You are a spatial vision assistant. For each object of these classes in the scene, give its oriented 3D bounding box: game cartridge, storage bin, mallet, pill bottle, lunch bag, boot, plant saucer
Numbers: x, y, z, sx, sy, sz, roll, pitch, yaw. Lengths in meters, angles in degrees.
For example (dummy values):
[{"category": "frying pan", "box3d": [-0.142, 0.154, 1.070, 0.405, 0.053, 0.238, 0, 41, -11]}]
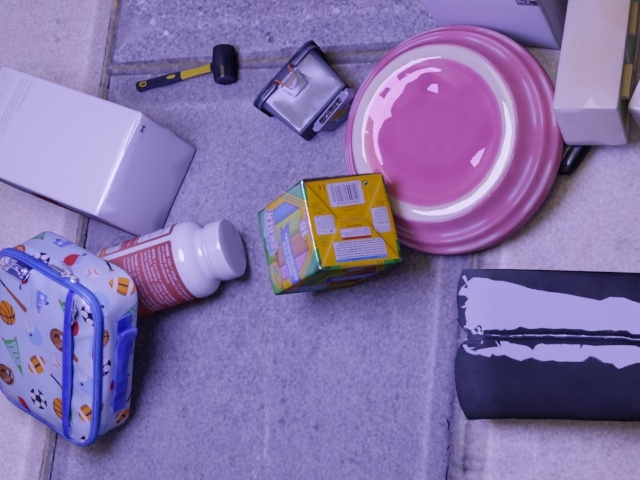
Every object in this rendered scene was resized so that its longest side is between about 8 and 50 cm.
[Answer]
[{"category": "game cartridge", "box3d": [0.029, -0.197, 1.783, 0.017, 0.056, 0.083, 49, 119, 14]}, {"category": "storage bin", "box3d": [-0.022, -0.224, 1.804, 0.091, 0.098, 0.135, 43, 95, 16]}, {"category": "mallet", "box3d": [-0.219, -0.263, 1.930, 0.190, 0.039, 0.062, -18, 72, 23]}, {"category": "pill bottle", "box3d": [-0.229, 0.041, 1.798, 0.216, 0.121, 0.121, -17, 70, 18]}, {"category": "lunch bag", "box3d": [-0.380, 0.145, 1.763, 0.243, 0.115, 0.303, 27, 125, 29]}, {"category": "boot", "box3d": [0.373, 0.212, 1.456, 0.445, 0.146, 0.366, 2, 74, 29]}, {"category": "plant saucer", "box3d": [0.172, -0.146, 1.665, 0.332, 0.084, 0.332, -3, 85, 30]}]

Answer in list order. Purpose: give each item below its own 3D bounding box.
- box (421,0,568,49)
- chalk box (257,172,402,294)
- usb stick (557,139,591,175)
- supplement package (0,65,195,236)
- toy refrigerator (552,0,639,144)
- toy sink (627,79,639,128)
[{"category": "box", "box3d": [0.250, -0.366, 1.671, 0.181, 0.182, 0.119, 10, 78, 25]}, {"category": "chalk box", "box3d": [0.000, 0.000, 1.675, 0.213, 0.132, 0.132, -34, 66, 62]}, {"category": "usb stick", "box3d": [0.259, -0.186, 1.694, 0.278, 0.045, 0.077, 36, 91, 27]}, {"category": "supplement package", "box3d": [-0.386, -0.137, 1.882, 0.293, 0.177, 0.175, 20, 84, 27]}, {"category": "toy refrigerator", "box3d": [0.387, -0.271, 1.605, 0.094, 0.102, 0.269, 3, 66, 24]}, {"category": "toy sink", "box3d": [0.546, -0.184, 1.523, 0.234, 0.131, 0.152, 22, 85, 31]}]
